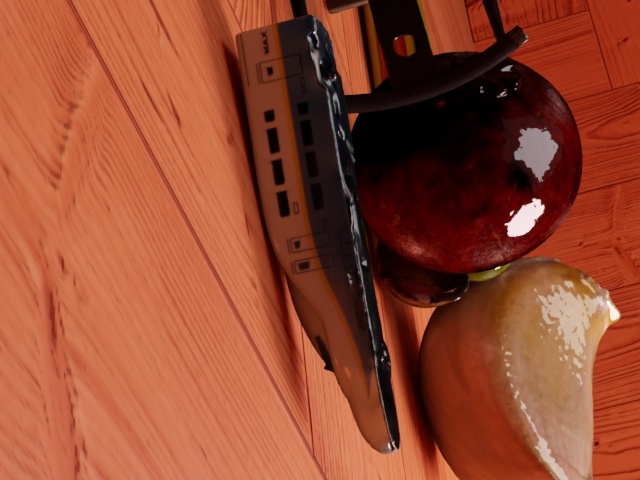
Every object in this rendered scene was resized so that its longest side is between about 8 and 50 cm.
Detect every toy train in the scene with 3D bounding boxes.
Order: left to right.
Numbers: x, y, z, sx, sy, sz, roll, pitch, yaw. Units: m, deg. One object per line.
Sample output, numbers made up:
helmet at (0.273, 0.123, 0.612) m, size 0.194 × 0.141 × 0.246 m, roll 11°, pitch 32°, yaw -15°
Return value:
toy train at (0.000, 0.000, 0.914) m, size 0.052 × 0.051 × 0.234 m, roll 41°, pitch 39°, yaw -74°

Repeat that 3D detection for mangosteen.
mangosteen at (0.101, -0.042, 1.270) m, size 0.200 × 0.199 × 0.200 m, roll -15°, pitch 90°, yaw -81°

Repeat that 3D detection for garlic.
garlic at (0.156, 0.115, 1.319) m, size 0.145 × 0.164 × 0.245 m, roll 90°, pitch 2°, yaw -45°

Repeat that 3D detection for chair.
chair at (0.022, -0.226, 1.115) m, size 0.141 × 0.154 × 0.260 m, roll 62°, pitch 14°, yaw -53°

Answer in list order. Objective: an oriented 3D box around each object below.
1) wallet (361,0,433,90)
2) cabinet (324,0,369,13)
wallet at (0.086, -0.170, 1.653) m, size 0.141 × 0.067 × 0.241 m, roll 67°, pitch 12°, yaw -50°
cabinet at (0.037, -0.323, 1.345) m, size 0.175 × 0.148 × 0.215 m, roll 55°, pitch 23°, yaw -65°
